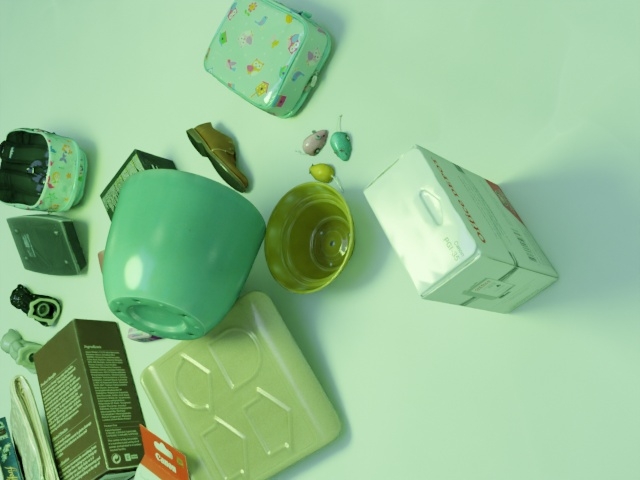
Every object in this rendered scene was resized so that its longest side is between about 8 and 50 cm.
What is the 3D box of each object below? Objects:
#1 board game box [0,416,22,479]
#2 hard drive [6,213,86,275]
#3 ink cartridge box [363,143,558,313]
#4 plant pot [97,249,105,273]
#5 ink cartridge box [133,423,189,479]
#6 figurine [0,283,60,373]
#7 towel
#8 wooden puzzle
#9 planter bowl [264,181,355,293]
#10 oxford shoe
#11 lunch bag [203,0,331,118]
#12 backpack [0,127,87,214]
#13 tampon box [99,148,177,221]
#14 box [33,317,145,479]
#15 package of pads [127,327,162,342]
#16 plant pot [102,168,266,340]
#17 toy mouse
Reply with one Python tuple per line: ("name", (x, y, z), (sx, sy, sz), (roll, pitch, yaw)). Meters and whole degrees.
("board game box", (-0.795, 0.597, 1.947), (0.243, 0.042, 0.165), (50, 143, 43))
("hard drive", (-0.733, 0.007, 2.037), (0.255, 0.054, 0.172), (2, 114, 38))
("ink cartridge box", (0.220, -0.010, 1.174), (0.117, 0.283, 0.207), (-40, 59, 26))
("plant pot", (-0.384, 0.093, 1.709), (0.201, 0.201, 0.180), (-14, 88, 36))
("ink cartridge box", (-0.335, 0.526, 1.589), (0.189, 0.066, 0.232), (15, 122, 45))
("figurine", (-0.815, 0.238, 2.090), (0.209, 0.092, 0.214), (14, 91, 47))
("towel", (-0.705, 0.541, 1.861), (0.317, 0.053, 0.331), (59, 145, 30))
("wooden puzzle", (-0.159, 0.314, 1.509), (0.348, 0.080, 0.322), (-36, 78, 22))
("planter bowl", (0.000, 0.000, 1.473), (0.217, 0.090, 0.217), (-8, 77, 38))
("oxford shoe", (-0.217, -0.194, 1.703), (0.076, 0.076, 0.212), (-33, 66, -16))
("lunch bag", (-0.110, -0.404, 1.630), (0.279, 0.108, 0.224), (38, 102, 36))
("backpack", (-0.737, -0.183, 2.032), (0.254, 0.191, 0.225), (8, 90, 47))
("tampon box", (-0.425, -0.117, 1.815), (0.161, 0.120, 0.101), (-47, 56, 22))
("box", (-0.545, 0.397, 1.802), (0.191, 0.143, 0.381), (-38, 62, 28))
("package of pads", (-0.408, 0.219, 1.781), (0.083, 0.050, 0.032), (-14, 68, 36))
("plant pot", (-0.272, 0.046, 1.424), (0.293, 0.293, 0.235), (-10, 54, 37))
("toy mouse", (0.009, -0.192, 1.541), (0.161, 0.031, 0.143), (28, 99, 39))
